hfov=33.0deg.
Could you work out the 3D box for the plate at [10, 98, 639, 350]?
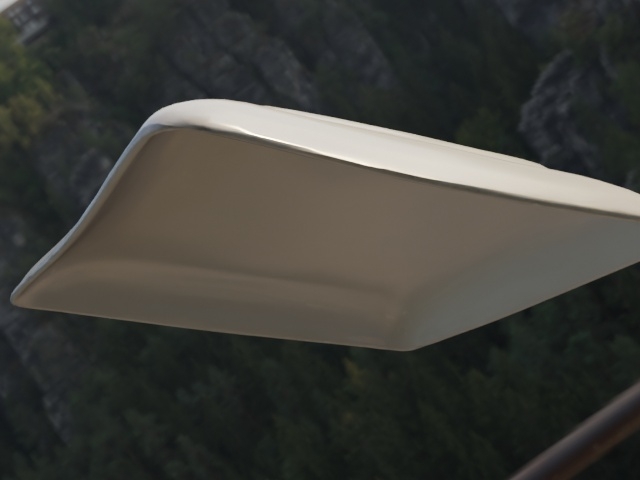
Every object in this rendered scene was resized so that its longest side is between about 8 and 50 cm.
[{"bbox_3d":[0.000,0.000,0.582,0.278,0.277,0.045,-33,51,58],"label":"plate"}]
